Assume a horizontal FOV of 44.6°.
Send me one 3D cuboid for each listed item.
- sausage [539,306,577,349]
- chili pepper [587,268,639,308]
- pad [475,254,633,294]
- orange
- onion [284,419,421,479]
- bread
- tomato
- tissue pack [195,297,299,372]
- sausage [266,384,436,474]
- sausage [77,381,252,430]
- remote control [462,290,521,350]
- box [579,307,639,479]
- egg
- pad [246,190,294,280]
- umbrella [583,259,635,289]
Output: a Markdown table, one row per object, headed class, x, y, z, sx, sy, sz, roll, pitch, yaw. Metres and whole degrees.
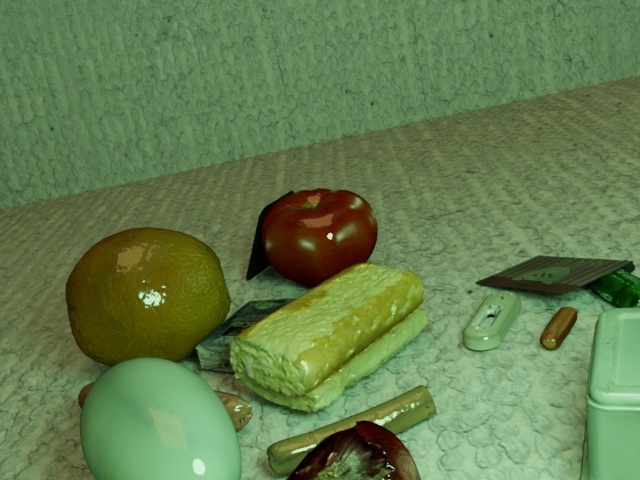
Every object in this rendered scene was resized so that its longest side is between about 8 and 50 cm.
| class | x | y | z | sx | sy | sz | roll | pitch | yaw |
| --- | --- | --- | --- | --- | --- | --- | --- | --- | --- |
| sausage | 0.463 | 0.171 | 1.518 | 0.039 | 0.041 | 0.131 | 9 | 28 | 35 |
| chili pepper | 0.622 | 0.107 | 1.576 | 0.098 | 0.061 | 0.224 | -13 | 14 | -2 |
| pad | 0.510 | 0.071 | 1.733 | 0.202 | 0.005 | 0.300 | -21 | 10 | -22 |
| orange | -0.382 | 0.129 | 1.753 | 0.357 | 0.322 | 0.322 | -10 | 17 | -23 |
| onion | 0.041 | 0.383 | 1.032 | 0.272 | 0.195 | 0.272 | -44 | 18 | 19 |
| bread | 0.019 | 0.185 | 1.560 | 0.236 | 0.165 | 0.375 | 8 | 29 | 42 |
| tomato | 0.000 | 0.000 | 1.994 | 0.299 | 0.226 | 0.298 | -6 | 24 | 3 |
| tissue pack | -0.143 | 0.207 | 1.734 | 0.173 | 0.073 | 0.235 | -2 | 21 | 29 |
| sausage | 0.055 | 0.321 | 1.312 | 0.301 | 0.065 | 0.066 | -19 | 21 | -14 |
| sausage | -0.319 | 0.321 | 1.511 | 0.433 | 0.088 | 0.088 | -2 | 22 | 30 |
| remote control | 0.355 | 0.160 | 1.611 | 0.078 | 0.042 | 0.221 | -1 | 23 | 31 |
| box | 0.470 | 0.232 | 1.138 | 0.175 | 0.182 | 0.312 | -3 | 21 | 24 |
| egg | -0.255 | 0.322 | 1.255 | 0.230 | 0.230 | 0.371 | -23 | 29 | -28 |
| pad | -0.117 | -0.055 | 2.181 | 0.055 | 0.250 | 0.323 | 18 | 34 | 5 |
| umbrella | 0.628 | 0.076 | 1.704 | 0.133 | 0.031 | 0.036 | -20 | -7 | -20 |
